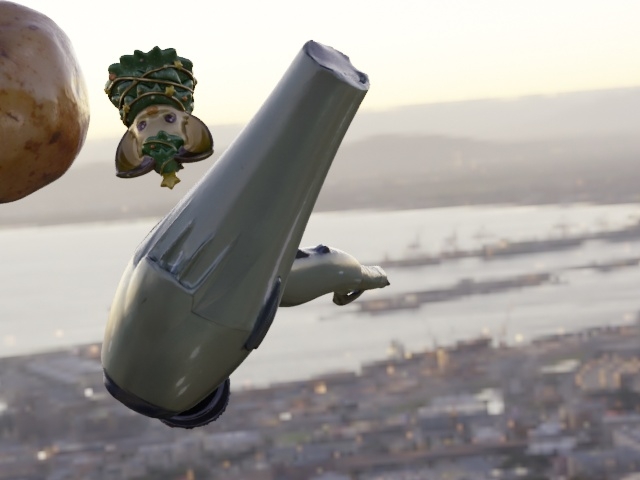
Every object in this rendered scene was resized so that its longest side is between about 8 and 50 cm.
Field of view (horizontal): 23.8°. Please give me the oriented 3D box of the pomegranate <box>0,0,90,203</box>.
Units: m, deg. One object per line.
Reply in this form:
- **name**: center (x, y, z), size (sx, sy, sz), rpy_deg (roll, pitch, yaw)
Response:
- **pomegranate**: center (-0.370, -0.156, 1.653), size (0.248, 0.248, 0.248), rpy_deg (-5, 4, 0)

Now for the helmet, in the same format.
- **helmet**: center (-0.100, 0.109, 1.107), size (0.065, 0.084, 0.049), rpy_deg (-24, -26, -15)

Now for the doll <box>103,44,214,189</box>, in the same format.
- **doll**: center (-0.124, -0.086, 1.183), size (0.078, 0.113, 0.076), rpy_deg (-14, -12, 1)

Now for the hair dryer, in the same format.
- **hair dryer**: center (0.003, -0.013, 0.650), size (0.067, 0.167, 0.199), rpy_deg (43, 35, 23)
